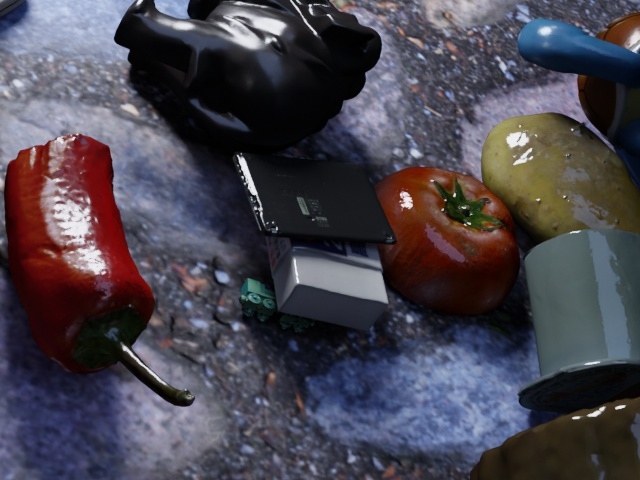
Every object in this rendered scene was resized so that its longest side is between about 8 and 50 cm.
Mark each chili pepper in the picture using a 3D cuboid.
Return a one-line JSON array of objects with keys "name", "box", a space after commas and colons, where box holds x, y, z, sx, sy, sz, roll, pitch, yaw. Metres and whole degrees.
[{"name": "chili pepper", "box": [-0.235, 0.059, 1.391, 0.131, 0.134, 0.338, -8, 55, -20]}]

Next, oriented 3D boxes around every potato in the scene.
[{"name": "potato", "box": [0.339, -0.048, 1.844, 0.192, 0.141, 0.296, -20, 70, -41]}]

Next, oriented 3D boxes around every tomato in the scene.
[{"name": "tomato", "box": [0.161, -0.015, 1.745, 0.225, 0.085, 0.225, 15, 48, -18]}]

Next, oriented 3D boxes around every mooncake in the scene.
[{"name": "mooncake", "box": [0.318, 0.299, 1.425, 0.324, 0.324, 0.187, 12, 53, -24]}]

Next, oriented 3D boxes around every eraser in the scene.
[{"name": "eraser", "box": [0.000, 0.000, 1.622, 0.124, 0.068, 0.210, 15, 41, -26]}]

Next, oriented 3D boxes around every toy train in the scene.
[{"name": "toy train", "box": [-0.049, 0.074, 1.577, 0.092, 0.029, 0.045, 18, 38, -18]}]

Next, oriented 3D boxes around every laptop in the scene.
[{"name": "laptop", "box": [-0.005, -0.048, 1.602, 0.180, 0.016, 0.129, 4, 47, -33]}]

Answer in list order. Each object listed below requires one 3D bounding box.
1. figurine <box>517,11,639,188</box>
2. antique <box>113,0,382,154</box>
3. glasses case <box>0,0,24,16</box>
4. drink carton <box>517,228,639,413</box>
[{"name": "figurine", "box": [0.445, -0.211, 1.930, 0.243, 0.298, 0.416, 17, 5, 32]}, {"name": "antique", "box": [-0.079, -0.228, 1.701, 0.255, 0.185, 0.322, 32, 45, 4]}, {"name": "glasses case", "box": [-0.409, -0.286, 1.621, 0.081, 0.051, 0.204, 41, 44, 1]}, {"name": "drink carton", "box": [0.328, 0.094, 1.656, 0.191, 0.185, 0.189, 7, 69, -26]}]
